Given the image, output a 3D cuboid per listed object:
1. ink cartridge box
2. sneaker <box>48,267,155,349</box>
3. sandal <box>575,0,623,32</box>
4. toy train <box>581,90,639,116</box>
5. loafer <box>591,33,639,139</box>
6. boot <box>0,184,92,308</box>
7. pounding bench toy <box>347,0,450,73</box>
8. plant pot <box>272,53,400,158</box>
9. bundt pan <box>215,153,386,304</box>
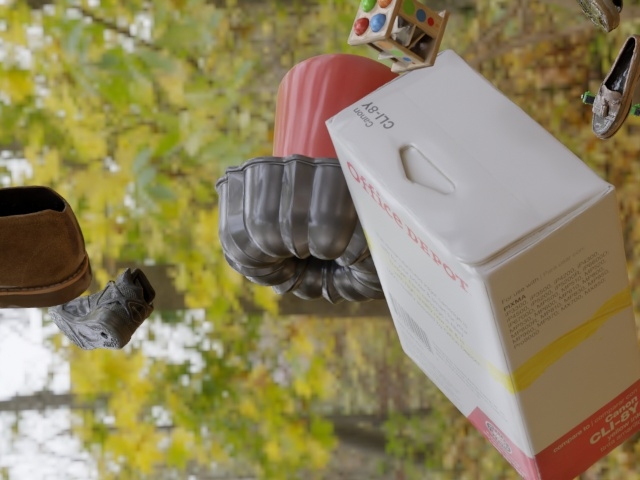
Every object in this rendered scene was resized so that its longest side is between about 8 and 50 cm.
[{"bbox_3d":[0.180,0.038,1.445,0.279,0.160,0.385,48,166,42],"label":"ink cartridge box"},{"bbox_3d":[-0.346,0.110,2.276,0.227,0.130,0.087,-3,125,52],"label":"sneaker"},{"bbox_3d":[0.313,-0.275,1.575,0.072,0.049,0.180,51,-170,-14],"label":"sandal"},{"bbox_3d":[0.380,-0.176,1.824,0.024,0.083,0.017,-60,-16,-75],"label":"toy train"},{"bbox_3d":[0.339,-0.178,1.608,0.039,0.045,0.125,16,-78,-50],"label":"loafer"},{"bbox_3d":[-0.378,0.010,1.333,0.115,0.305,0.112,86,172,-45],"label":"boot"},{"bbox_3d":[0.069,-0.197,1.204,0.052,0.065,0.083,-2,65,53],"label":"pounding bench toy"},{"bbox_3d":[0.031,-0.156,2.528,0.275,0.275,0.243,89,-169,-53],"label":"plant pot"},{"bbox_3d":[0.000,0.000,2.018,0.331,0.331,0.124,89,-170,-70],"label":"bundt pan"}]
